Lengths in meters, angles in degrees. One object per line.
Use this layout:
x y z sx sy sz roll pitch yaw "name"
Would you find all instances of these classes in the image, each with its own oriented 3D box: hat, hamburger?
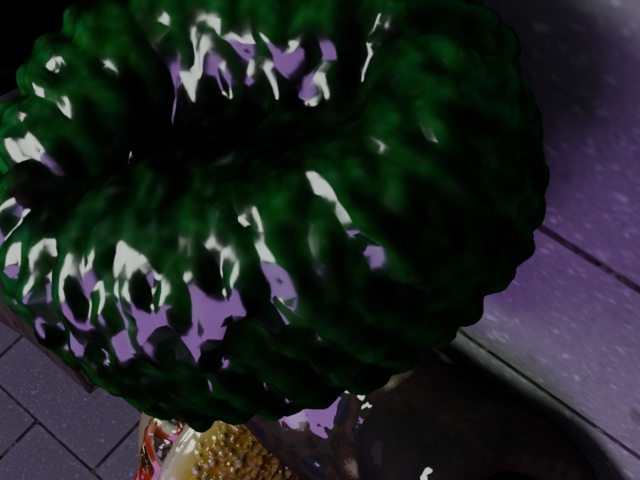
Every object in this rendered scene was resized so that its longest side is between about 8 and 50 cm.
0.000 0.000 0.555 0.274 0.242 0.332 3 162 23 "hat"
-0.056 0.231 1.034 0.170 0.302 0.302 45 169 51 "hamburger"

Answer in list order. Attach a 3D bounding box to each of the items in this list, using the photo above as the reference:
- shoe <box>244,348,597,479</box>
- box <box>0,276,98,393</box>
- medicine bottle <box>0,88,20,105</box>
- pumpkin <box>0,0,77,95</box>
0.074 0.170 0.830 0.384 0.171 0.237 45 166 -9 "shoe"
-0.358 0.029 1.308 0.297 0.190 0.225 23 144 47 "box"
-0.359 -0.178 0.965 0.135 0.135 0.215 40 149 9 "medicine bottle"
-0.229 -0.208 0.527 0.248 0.248 0.248 37 159 17 "pumpkin"
